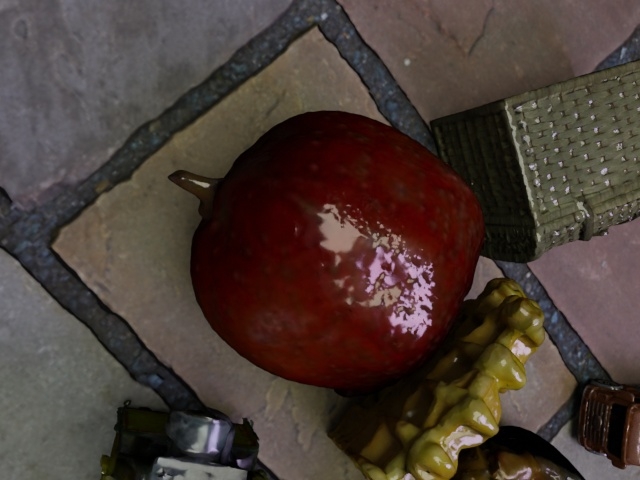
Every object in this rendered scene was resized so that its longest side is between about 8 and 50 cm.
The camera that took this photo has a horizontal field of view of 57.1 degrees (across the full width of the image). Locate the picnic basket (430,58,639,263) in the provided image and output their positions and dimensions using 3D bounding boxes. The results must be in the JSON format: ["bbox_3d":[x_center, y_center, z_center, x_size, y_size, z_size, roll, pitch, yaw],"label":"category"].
[{"bbox_3d":[0.233,-0.074,0.565,0.197,0.134,0.154,-20,99,-17],"label":"picnic basket"}]

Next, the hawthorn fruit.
[{"bbox_3d":[0.000,0.000,0.464,0.250,0.215,0.215,23,85,-13],"label":"hawthorn fruit"}]

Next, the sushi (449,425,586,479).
[{"bbox_3d":[0.162,0.282,0.520,0.200,0.204,0.213,4,86,-14],"label":"sushi"}]

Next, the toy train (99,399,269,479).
[{"bbox_3d":[-0.121,0.244,0.439,0.134,0.177,0.260,15,87,-18],"label":"toy train"}]

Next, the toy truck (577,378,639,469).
[{"bbox_3d":[0.385,0.202,0.646,0.192,0.092,0.083,5,92,-18],"label":"toy truck"}]

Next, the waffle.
[{"bbox_3d":[0.110,0.111,0.487,0.057,0.229,0.219,45,76,4],"label":"waffle"}]
